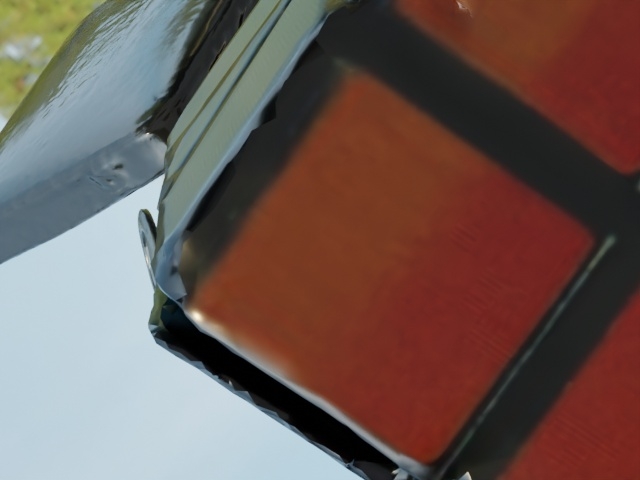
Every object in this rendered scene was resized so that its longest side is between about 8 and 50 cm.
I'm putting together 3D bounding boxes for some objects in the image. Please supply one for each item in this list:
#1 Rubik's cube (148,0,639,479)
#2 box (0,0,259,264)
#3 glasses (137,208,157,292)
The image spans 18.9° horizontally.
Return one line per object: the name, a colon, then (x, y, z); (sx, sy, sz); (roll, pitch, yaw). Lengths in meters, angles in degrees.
Rubik's cube: (0.127, -0.039, 0.647); (0.283, 0.293, 0.288); (37, -174, -10)
box: (-0.145, -0.112, 1.442); (0.073, 0.290, 0.289); (46, -136, -21)
glasses: (0.000, 0.000, 1.470); (0.268, 0.234, 0.118); (-21, -76, -17)
